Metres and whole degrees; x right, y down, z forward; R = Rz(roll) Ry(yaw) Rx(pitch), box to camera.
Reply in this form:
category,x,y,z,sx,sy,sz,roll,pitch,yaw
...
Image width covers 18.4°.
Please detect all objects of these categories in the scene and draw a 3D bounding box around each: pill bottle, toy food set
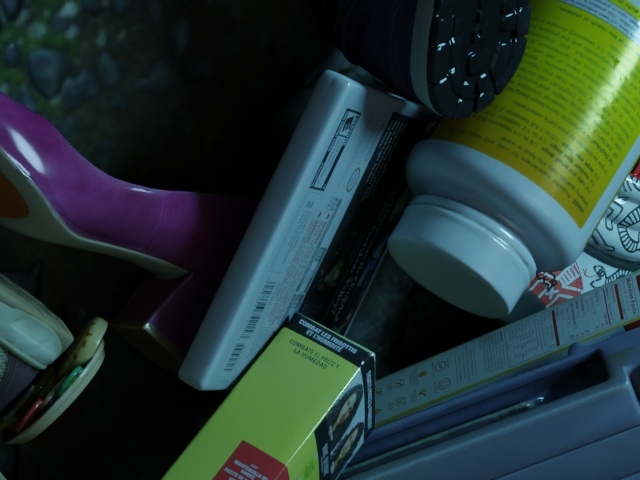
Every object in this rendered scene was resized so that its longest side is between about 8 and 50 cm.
category,x,y,z,sx,sy,sz,roll,pitch,yaw
pill bottle,0.129,-0.064,1.170,0.117,0.117,0.215,45,70,-37
toy food set,-0.152,0.082,1.107,0.020,0.083,0.082,45,49,-13

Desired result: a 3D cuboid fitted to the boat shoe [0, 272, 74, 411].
category,x,y,z,sx,sy,sz,roll,pitch,yaw
boat shoe,-0.250,0.020,1.005,0.285,0.103,0.092,34,85,-43

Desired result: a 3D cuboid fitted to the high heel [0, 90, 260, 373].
category,x,y,z,sx,sy,sz,roll,pitch,yaw
high heel,-0.115,-0.039,1.087,0.244,0.082,0.117,46,65,-29

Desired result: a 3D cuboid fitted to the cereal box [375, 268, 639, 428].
category,x,y,z,sx,sy,sz,roll,pitch,yaw
cereal box,0.150,0.121,1.258,0.240,0.047,0.173,-24,129,18

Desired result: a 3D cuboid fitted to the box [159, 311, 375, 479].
category,x,y,z,sx,sy,sz,roll,pitch,yaw
box,-0.054,0.153,1.098,0.232,0.058,0.087,-50,156,-30

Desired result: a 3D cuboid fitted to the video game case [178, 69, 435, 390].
category,x,y,z,sx,sy,sz,roll,pitch,yaw
video game case,0.000,0.000,1.150,0.190,0.022,0.173,-64,158,7

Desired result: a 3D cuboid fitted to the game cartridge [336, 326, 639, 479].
category,x,y,z,sx,sy,sz,roll,pitch,yaw
game cartridge,0.091,0.196,1.234,0.355,0.068,0.230,-21,131,9

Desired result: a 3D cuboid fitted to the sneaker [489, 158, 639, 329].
category,x,y,z,sx,sy,sz,roll,pitch,yaw
sneaker,0.218,0.032,1.309,0.270,0.090,0.145,31,95,-35

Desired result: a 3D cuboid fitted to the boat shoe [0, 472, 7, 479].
category,x,y,z,sx,sy,sz,roll,pitch,yaw
boat shoe,-0.184,0.194,1.071,0.110,0.121,0.341,-13,138,16

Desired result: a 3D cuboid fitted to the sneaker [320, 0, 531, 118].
category,x,y,z,sx,sy,sz,roll,pitch,yaw
sneaker,0.051,-0.214,1.067,0.107,0.124,0.283,-19,128,-43
